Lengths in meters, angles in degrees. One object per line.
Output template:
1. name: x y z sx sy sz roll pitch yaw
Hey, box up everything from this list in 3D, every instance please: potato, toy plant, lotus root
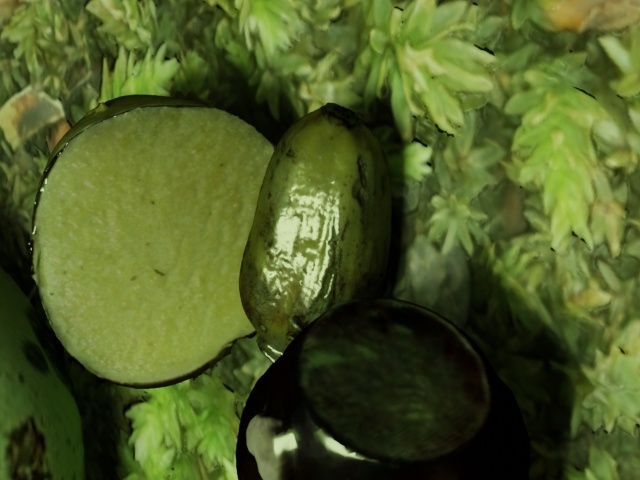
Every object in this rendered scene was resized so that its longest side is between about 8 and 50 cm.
1. potato: -0.111 -0.016 1.309 0.117 0.182 0.202 -118 18 -62
2. toy plant: 0.040 0.152 1.177 0.218 0.175 0.235 57 160 30
3. lotus root: 0.000 0.000 1.231 0.089 0.080 0.179 18 107 15

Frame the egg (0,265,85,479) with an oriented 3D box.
1. egg: -0.337 0.120 1.451 0.379 0.287 0.287 29 118 22
